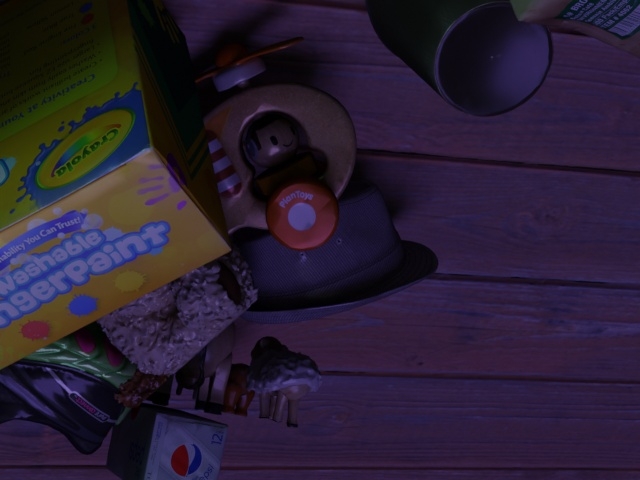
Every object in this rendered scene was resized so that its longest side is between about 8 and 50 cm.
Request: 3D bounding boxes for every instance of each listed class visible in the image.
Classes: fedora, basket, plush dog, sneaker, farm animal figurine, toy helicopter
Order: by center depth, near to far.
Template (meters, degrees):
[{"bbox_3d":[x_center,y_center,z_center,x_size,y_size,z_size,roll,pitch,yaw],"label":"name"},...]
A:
[{"bbox_3d":[0.148,-0.234,1.629,0.154,0.227,0.204,-10,123,-9],"label":"basket"},{"bbox_3d":[-0.136,-0.121,1.757,0.355,0.140,0.235,2,105,0],"label":"toy helicopter"},{"bbox_3d":[-0.215,0.044,1.761,0.210,0.225,0.262,-42,180,5],"label":"plush dog"},{"bbox_3d":[-0.458,0.142,1.848,0.482,0.185,0.202,17,106,0],"label":"sneaker"},{"bbox_3d":[0.000,0.000,1.936,0.275,0.244,0.124,-16,110,-3],"label":"fedora"},{"bbox_3d":[-0.199,0.127,2.011,0.330,0.172,0.326,13,174,-28],"label":"farm animal figurine"}]

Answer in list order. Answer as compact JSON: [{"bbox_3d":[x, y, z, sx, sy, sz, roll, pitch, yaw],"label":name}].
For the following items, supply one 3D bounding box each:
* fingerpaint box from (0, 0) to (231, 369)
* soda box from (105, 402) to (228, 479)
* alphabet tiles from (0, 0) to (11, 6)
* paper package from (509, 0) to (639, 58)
[{"bbox_3d":[-0.338,-0.055,1.581,0.444,0.371,0.163,-28,131,10],"label":"fingerpaint box"},{"bbox_3d":[-0.195,0.256,1.900,0.091,0.098,0.286,12,175,-15],"label":"soda box"},{"bbox_3d":[-0.327,-0.286,1.636,0.198,0.009,0.237,11,133,-27],"label":"alphabet tiles"},{"bbox_3d":[0.298,-0.395,1.466,0.168,0.310,0.325,13,134,-28],"label":"paper package"}]
